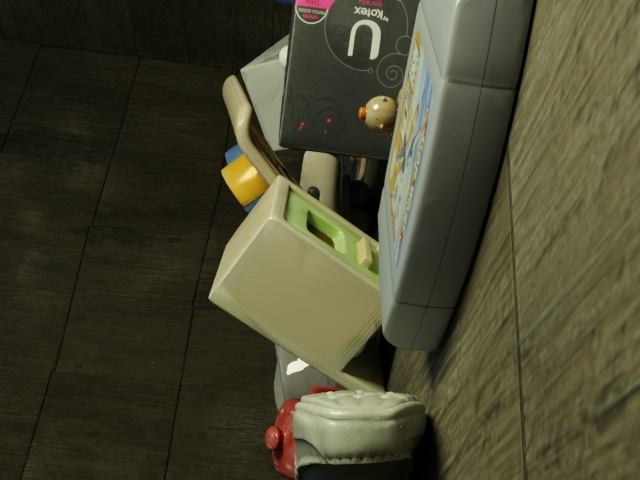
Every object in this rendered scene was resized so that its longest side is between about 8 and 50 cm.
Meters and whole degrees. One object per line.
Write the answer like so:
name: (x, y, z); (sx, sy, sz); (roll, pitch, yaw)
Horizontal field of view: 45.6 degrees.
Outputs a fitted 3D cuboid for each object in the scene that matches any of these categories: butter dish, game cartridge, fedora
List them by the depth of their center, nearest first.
game cartridge: (0.091, -0.072, 0.591); (0.198, 0.062, 0.297); (-79, -2, -58)
butter dish: (-0.024, 0.290, 1.106); (0.160, 0.118, 0.160); (-13, 68, 60)
fedora: (-0.019, 0.214, 1.322); (0.243, 0.124, 0.275); (93, 177, -46)

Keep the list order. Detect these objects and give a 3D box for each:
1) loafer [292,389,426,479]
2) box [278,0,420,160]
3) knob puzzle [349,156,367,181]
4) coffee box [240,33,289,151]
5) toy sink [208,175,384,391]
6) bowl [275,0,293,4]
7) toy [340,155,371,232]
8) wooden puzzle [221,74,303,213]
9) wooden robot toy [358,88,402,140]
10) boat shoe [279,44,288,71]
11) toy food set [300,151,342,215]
loafer: (0.032, 0.193, 0.653); (0.319, 0.112, 0.111); (80, -169, -71)
box: (0.037, -0.254, 1.037); (0.143, 0.165, 0.270); (-105, 22, -79)
knob puzzle: (0.079, -0.194, 1.560); (0.213, 0.030, 0.213); (-173, 90, -88)
coffee box: (-0.019, -0.316, 1.492); (0.297, 0.119, 0.168); (-54, -49, -52)
toy sink: (0.011, 0.052, 0.880); (0.131, 0.234, 0.153); (-51, 12, 18)
bowl: (0.028, -0.610, 1.415); (0.391, 0.077, 0.391); (-52, -10, -14)
toy: (0.058, -0.043, 1.287); (0.237, 0.056, 0.137); (92, 178, -48)
wooden puzzle: (-0.054, -0.052, 1.095); (0.348, 0.080, 0.322); (58, -178, -22)
wooden robot toy: (0.076, -0.118, 0.731); (0.173, 0.079, 0.076); (99, 177, -54)
boat shoe: (0.023, -0.262, 1.236); (0.258, 0.084, 0.095); (25, -93, -62)
toy food set: (0.000, 0.000, 1.457); (0.306, 0.092, 0.219); (66, -152, -62)
